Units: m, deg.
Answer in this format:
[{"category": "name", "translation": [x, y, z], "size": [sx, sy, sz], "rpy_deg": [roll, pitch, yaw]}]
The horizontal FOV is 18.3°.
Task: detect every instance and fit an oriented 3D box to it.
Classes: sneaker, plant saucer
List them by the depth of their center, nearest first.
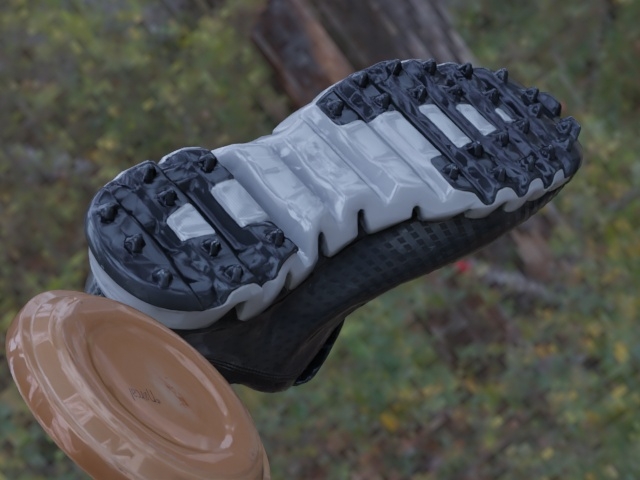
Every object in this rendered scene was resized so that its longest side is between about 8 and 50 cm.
[{"category": "plant saucer", "translation": [-0.046, 0.043, 0.531], "size": [0.013, 0.083, 0.083], "rpy_deg": [-50, 17, 20]}, {"category": "sneaker", "translation": [0.000, 0.000, 0.747], "size": [0.234, 0.078, 0.106], "rpy_deg": [-22, -30, -38]}]
